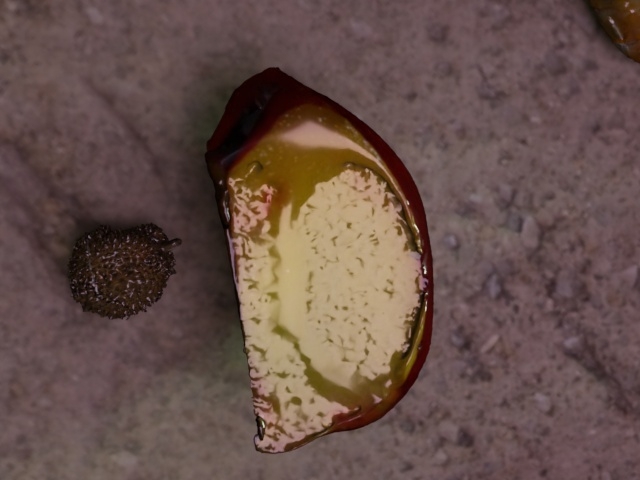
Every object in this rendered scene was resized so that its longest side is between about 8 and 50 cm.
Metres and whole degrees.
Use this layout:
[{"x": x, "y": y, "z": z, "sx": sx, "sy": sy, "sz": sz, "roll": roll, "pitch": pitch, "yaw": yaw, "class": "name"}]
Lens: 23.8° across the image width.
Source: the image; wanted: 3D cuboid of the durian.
[{"x": -0.143, "y": 0.019, "z": 1.107, "sx": 0.091, "sy": 0.080, "sz": 0.080, "roll": -26, "pitch": 112, "yaw": 13, "class": "durian"}]

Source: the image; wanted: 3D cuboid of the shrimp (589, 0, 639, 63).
[{"x": 0.258, "y": -0.224, "z": 1.199, "sx": 0.132, "sy": 0.051, "sz": 0.187, "roll": -48, "pitch": 121, "yaw": -14, "class": "shrimp"}]

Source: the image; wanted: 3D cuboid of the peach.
[{"x": 0.000, "y": 0.002, "z": 1.111, "sx": 0.158, "sy": 0.154, "sz": 0.267, "roll": -12, "pitch": 98, "yaw": -6, "class": "peach"}]
